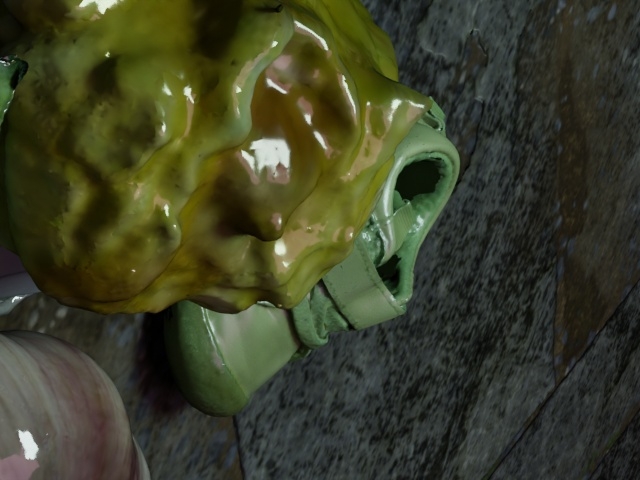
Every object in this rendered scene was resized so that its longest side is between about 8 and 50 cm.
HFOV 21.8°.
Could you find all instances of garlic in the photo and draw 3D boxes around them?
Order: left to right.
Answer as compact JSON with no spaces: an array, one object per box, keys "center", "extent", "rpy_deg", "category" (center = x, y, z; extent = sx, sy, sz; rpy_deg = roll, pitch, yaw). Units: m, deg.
[{"center":[-0.145,0.167,0.822],"extent":[0.245,0.253,0.245],"rpy_deg":[-48,147,-46],"category":"garlic"}]

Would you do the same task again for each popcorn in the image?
[{"center":[-0.066,-0.085,0.776],"extent":[0.225,0.249,0.249],"rpy_deg":[-40,159,20],"category":"popcorn"}]

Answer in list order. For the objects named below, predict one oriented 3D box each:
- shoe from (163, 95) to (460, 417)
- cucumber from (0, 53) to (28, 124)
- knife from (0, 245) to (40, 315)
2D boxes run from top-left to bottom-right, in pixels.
[{"center":[-0.006,-0.002,1.098],"extent":[0.262,0.128,0.140],"rpy_deg":[-57,137,-24],"category":"shoe"},{"center":[-0.193,0.015,0.673],"extent":[0.046,0.070,0.220],"rpy_deg":[27,120,-29],"category":"cucumber"},{"center":[-0.205,0.019,0.828],"extent":[0.265,0.040,0.073],"rpy_deg":[-13,137,-57],"category":"knife"}]
